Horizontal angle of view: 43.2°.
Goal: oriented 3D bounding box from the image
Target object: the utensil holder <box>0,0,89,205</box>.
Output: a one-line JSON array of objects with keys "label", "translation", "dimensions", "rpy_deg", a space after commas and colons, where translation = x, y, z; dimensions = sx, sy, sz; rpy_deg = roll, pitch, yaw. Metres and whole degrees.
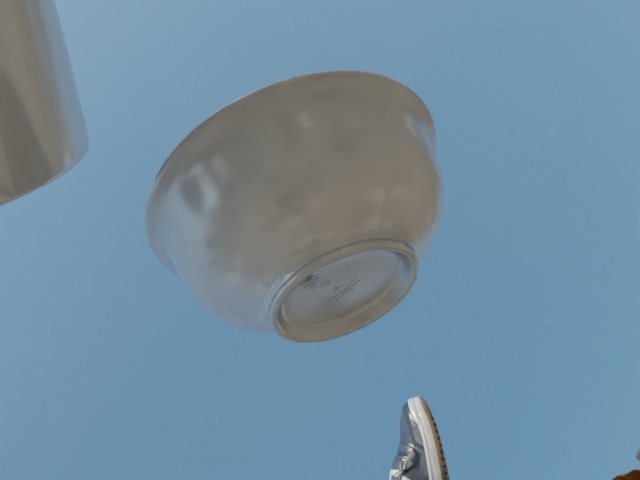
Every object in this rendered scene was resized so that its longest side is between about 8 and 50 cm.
[{"label": "utensil holder", "translation": [-0.402, -0.226, 0.693], "dimensions": [0.328, 0.327, 0.385], "rpy_deg": [-25, -61, -32]}]

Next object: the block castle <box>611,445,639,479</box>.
[{"label": "block castle", "translation": [0.328, 0.342, 0.639], "dimensions": [0.303, 0.453, 0.213], "rpy_deg": [-37, -91, -2]}]

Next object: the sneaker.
[{"label": "sneaker", "translation": [0.093, 0.345, 1.017], "dimensions": [0.153, 0.099, 0.282], "rpy_deg": [-11, -110, 7]}]

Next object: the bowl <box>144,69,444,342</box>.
[{"label": "bowl", "translation": [0.000, 0.000, 0.743], "dimensions": [0.298, 0.298, 0.134], "rpy_deg": [-3, -130, -32]}]
